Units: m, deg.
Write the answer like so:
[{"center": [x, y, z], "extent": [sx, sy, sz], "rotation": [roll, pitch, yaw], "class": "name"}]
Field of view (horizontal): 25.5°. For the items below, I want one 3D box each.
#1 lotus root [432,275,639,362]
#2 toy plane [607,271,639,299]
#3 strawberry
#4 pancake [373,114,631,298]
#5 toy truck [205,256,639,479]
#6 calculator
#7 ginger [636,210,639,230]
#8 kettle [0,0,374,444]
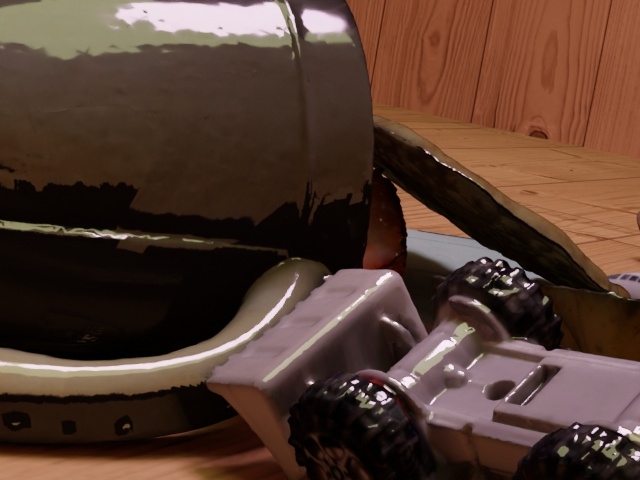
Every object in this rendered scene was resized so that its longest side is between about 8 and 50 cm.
[{"center": [0.164, 0.070, 0.845], "extent": [0.204, 0.078, 0.183], "rotation": [13, -6, -25], "class": "lotus root"}, {"center": [0.269, 0.065, 0.987], "extent": [0.171, 0.065, 0.162], "rotation": [13, 11, 32], "class": "toy plane"}, {"center": [0.000, 0.000, 0.985], "extent": [0.187, 0.146, 0.082], "rotation": [18, -29, 48], "class": "strawberry"}, {"center": [0.113, -0.016, 0.970], "extent": [0.235, 0.029, 0.212], "rotation": [35, -2, -1], "class": "pancake"}, {"center": [0.084, 0.083, 0.599], "extent": [0.286, 0.111, 0.136], "rotation": [10, 37, 45], "class": "toy truck"}, {"center": [0.102, 0.031, 1.083], "extent": [0.184, 0.042, 0.295], "rotation": [9, 11, -4], "class": "calculator"}, {"center": [0.367, 0.019, 1.344], "extent": [0.122, 0.084, 0.290], "rotation": [-12, 13, 5], "class": "ginger"}, {"center": [-0.149, -0.017, 0.754], "extent": [0.324, 0.228, 0.321], "rotation": [0, 44, -21], "class": "kettle"}]
